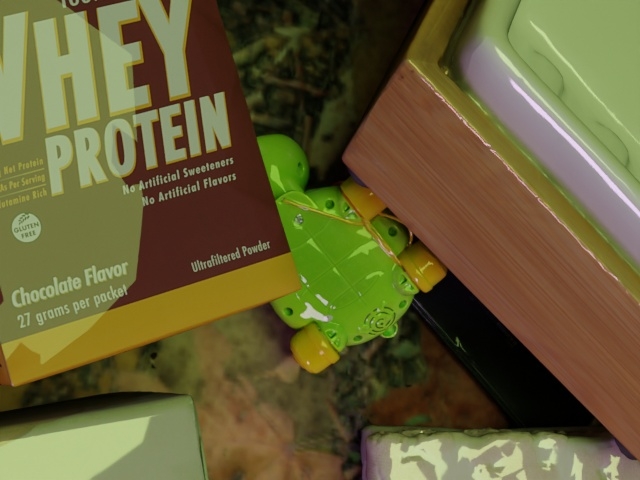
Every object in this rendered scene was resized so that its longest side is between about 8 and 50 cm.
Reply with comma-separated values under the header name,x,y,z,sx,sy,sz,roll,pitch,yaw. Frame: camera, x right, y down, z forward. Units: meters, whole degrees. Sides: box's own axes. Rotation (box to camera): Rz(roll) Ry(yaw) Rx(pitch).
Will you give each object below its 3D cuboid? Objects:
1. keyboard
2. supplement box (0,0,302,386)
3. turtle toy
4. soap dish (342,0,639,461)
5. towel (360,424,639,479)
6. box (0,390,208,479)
name,x,y,z,sx,sy,sz,roll,pitch,yaw
keyboard,0.112,0.029,0.885,0.108,0.023,0.180,-45,105,-15
supplement box,-0.127,-0.044,0.685,0.129,0.194,0.191,-18,93,-25
turtle toy,0.000,0.000,0.809,0.095,0.066,0.130,-37,103,4
soap dish,0.152,-0.034,0.813,0.291,0.118,0.229,44,37,-14
towel,0.170,0.260,0.854,0.331,0.053,0.317,3,85,-16
box,-0.210,0.149,0.659,0.311,0.148,0.121,-8,88,-26
